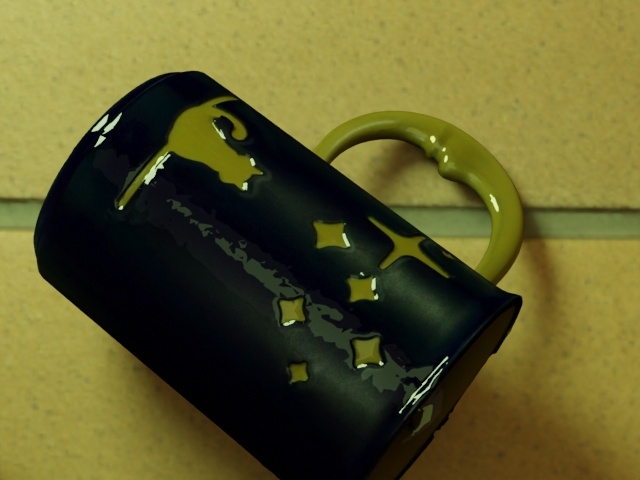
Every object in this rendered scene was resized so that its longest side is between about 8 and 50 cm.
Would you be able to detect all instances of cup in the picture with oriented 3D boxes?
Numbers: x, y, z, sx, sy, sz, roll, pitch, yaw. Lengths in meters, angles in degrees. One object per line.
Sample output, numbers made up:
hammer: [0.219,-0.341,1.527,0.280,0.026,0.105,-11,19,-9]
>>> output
cup: [-0.012,0.018,1.005,0.256,0.255,0.178,39,119,14]
